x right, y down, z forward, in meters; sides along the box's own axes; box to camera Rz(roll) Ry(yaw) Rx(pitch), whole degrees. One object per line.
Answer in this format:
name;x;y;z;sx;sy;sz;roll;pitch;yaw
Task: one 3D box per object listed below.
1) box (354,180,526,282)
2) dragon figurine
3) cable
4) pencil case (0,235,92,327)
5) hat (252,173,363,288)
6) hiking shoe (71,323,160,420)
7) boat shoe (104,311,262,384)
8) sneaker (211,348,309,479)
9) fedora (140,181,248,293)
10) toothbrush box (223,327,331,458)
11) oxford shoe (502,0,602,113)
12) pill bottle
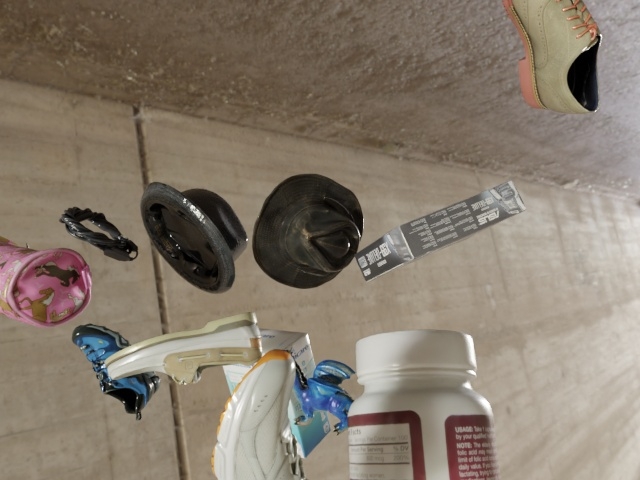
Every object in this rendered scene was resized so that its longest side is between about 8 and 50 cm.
box;0.257;-0.017;1.194;0.307;0.077;0.242;-21;173;-23
dragon figurine;0.019;0.299;1.078;0.289;0.144;0.085;7;-161;19
cable;-0.487;-0.026;1.178;0.047;0.150;0.184;-47;145;7
pencil case;-0.627;0.076;1.117;0.386;0.167;0.160;6;149;42
hat;0.000;0.000;1.344;0.331;0.332;0.134;-5;-158;-30
hiking shoe;-0.581;0.360;1.513;0.113;0.304;0.132;-34;-159;24
boat shoe;-0.261;0.228;1.045;0.302;0.103;0.113;-16;169;-4
sneaker;-0.041;0.237;0.524;0.120;0.263;0.099;13;-171;12
fedora;-0.306;-0.029;1.391;0.152;0.334;0.334;-40;-169;-39
toothbrush box;-0.119;0.389;1.408;0.216;0.296;0.126;-1;-162;36
oxford shoe;0.376;-0.352;0.829;0.123;0.130;0.348;-39;128;-8
pill bottle;0.153;0.345;0.804;0.223;0.393;0.224;-1;159;0
